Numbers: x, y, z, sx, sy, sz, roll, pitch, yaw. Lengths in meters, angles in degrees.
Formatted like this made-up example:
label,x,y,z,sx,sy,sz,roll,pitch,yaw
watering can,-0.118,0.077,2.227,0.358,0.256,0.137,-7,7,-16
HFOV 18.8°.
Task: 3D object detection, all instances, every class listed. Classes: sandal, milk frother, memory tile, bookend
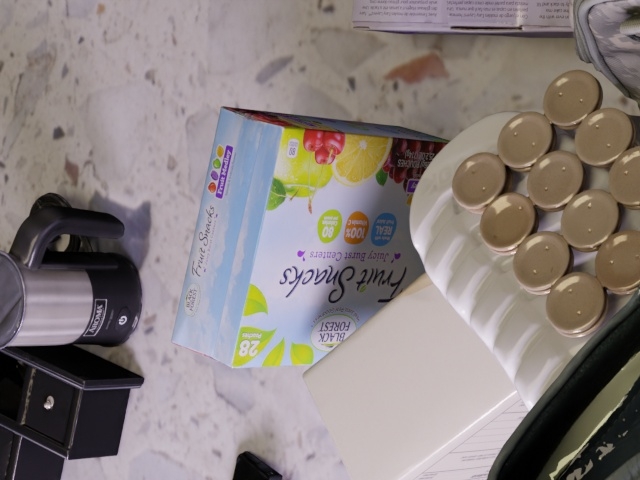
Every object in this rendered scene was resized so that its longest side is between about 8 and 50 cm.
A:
label,x,y,z,sx,sy,sz,roll,pitch,yaw
sandal,0.198,0.082,1.104,0.169,0.102,0.416,-40,54,17
milk frother,-0.246,0.025,1.658,0.143,0.134,0.129,10,95,41
memory tile,0.146,-0.022,1.109,0.113,0.012,0.148,-43,51,11
bookend,-0.246,0.171,1.694,0.156,0.072,0.157,21,102,39

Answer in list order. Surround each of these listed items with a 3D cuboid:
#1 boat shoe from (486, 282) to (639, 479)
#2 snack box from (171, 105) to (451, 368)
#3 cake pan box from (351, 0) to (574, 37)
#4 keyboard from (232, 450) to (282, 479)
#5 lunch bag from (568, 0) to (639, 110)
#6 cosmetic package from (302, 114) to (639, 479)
label,x,y,z,sx,sy,sz,roll,pitch,yaw
boat shoe,0.209,0.051,0.975,0.319,0.099,0.116,-47,44,9
snack box,0.000,0.000,1.397,0.070,0.207,0.174,20,101,40
cake pan box,0.140,-0.267,1.378,0.267,0.070,0.246,5,90,41
keyboard,-0.054,0.275,1.560,0.100,0.038,0.192,30,110,62
lunch bag,0.258,-0.216,1.108,0.212,0.256,0.305,-1,70,36
cosmetic package,0.154,0.052,1.296,0.309,0.160,0.113,-40,65,31
